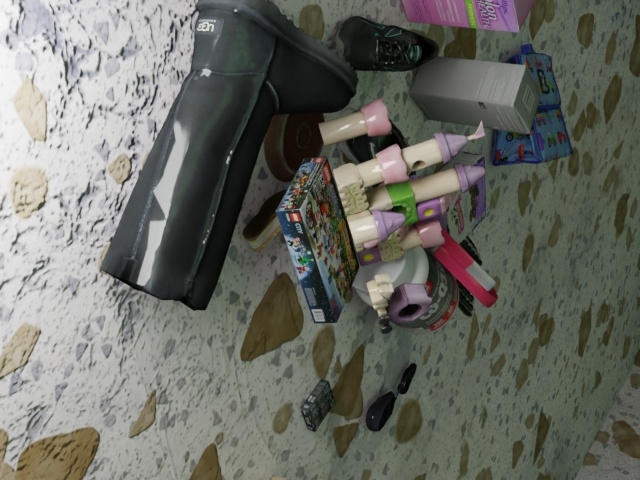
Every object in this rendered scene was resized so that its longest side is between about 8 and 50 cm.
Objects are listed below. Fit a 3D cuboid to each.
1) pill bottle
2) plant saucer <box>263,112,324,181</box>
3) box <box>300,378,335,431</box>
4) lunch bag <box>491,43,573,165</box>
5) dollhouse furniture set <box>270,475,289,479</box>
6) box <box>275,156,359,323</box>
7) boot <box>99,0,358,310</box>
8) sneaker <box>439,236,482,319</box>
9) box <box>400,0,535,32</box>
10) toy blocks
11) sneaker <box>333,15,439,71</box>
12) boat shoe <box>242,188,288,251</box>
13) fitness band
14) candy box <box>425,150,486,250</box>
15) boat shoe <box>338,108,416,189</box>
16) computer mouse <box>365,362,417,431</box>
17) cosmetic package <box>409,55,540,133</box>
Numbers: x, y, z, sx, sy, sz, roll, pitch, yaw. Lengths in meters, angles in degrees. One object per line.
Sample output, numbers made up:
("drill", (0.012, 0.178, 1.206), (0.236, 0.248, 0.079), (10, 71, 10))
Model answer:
("pill bottle", (0.163, 0.080, 2.030), (0.283, 0.161, 0.161), (37, 70, -57))
("plant saucer", (-0.038, -0.182, 1.733), (0.168, 0.029, 0.169), (-29, 125, -50))
("box", (-0.004, 0.327, 1.990), (0.083, 0.018, 0.067), (-53, 142, -34))
("lunch bag", (0.525, -0.345, 2.525), (0.221, 0.138, 0.293), (-17, 103, -54))
("dollhouse furniture set", (0.029, 0.658, 1.938), (0.362, 0.256, 0.394), (-54, 142, -32))
("box", (0.000, 0.000, 1.679), (0.159, 0.044, 0.233), (-65, 145, -49))
("boot", (-0.120, -0.105, 1.512), (0.367, 0.146, 0.445), (25, 77, -52))
("sneaker", (0.297, 0.082, 2.318), (0.110, 0.118, 0.292), (50, 34, -20))
("box", (0.304, -0.528, 1.952), (0.214, 0.242, 0.117), (-60, 145, -27))
("toy blocks", (0.173, -0.062, 1.746), (0.289, 0.260, 0.309), (72, 2, -53))
("sneaker", (0.121, -0.360, 1.853), (0.267, 0.106, 0.101), (-20, 119, -53))
("boat shoe", (-0.080, -0.035, 1.705), (0.135, 0.050, 0.045), (-45, 141, -27))
("fitness band", (0.270, 0.028, 2.108), (0.054, 0.209, 0.291), (-44, 109, 3))
("candy box", (0.305, -0.086, 2.287), (0.196, 0.070, 0.165), (-41, 135, -44))
("boat shoe", (0.131, -0.158, 1.956), (0.302, 0.091, 0.114), (31, 75, -58))
("computer mouse", (0.157, 0.345, 2.250), (0.242, 0.041, 0.071), (-42, 144, -53))
("cosmetic package", (0.318, -0.302, 2.069), (0.127, 0.237, 0.107), (39, 65, -53))
